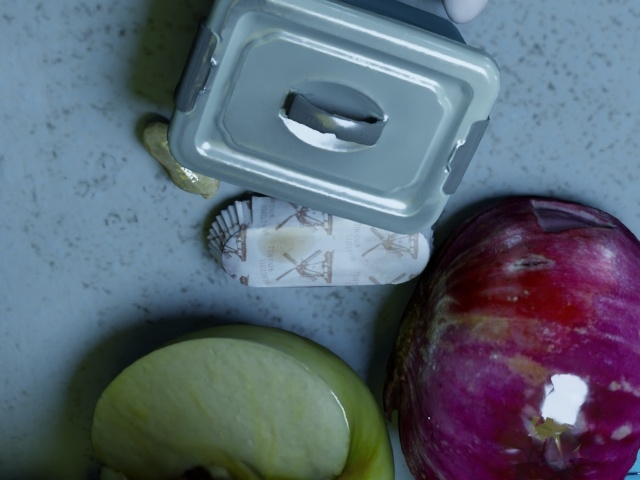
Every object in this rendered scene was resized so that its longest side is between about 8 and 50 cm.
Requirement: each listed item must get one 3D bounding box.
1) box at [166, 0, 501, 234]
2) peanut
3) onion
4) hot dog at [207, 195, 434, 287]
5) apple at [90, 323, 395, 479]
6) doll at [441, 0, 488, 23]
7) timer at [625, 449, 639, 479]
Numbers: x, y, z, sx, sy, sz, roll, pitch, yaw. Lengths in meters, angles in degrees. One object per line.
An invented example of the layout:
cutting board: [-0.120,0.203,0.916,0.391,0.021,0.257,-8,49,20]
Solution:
box: [0.007,-0.113,1.028,0.226,0.130,0.162,16,119,-14]
peanut: [-0.113,-0.064,1.107,0.037,0.037,0.083,-30,123,15]
onion: [0.180,0.110,1.123,0.272,0.230,0.256,-5,122,8]
hot dog: [0.000,0.000,1.144,0.192,0.053,0.099,-4,121,3]
apple: [-0.076,0.215,1.138,0.254,0.292,0.292,-6,124,24]
doll: [0.085,-0.236,0.997,0.161,0.059,0.160,-13,122,4]
timer: [0.222,0.269,1.326,0.231,0.091,0.250,-4,134,-2]
